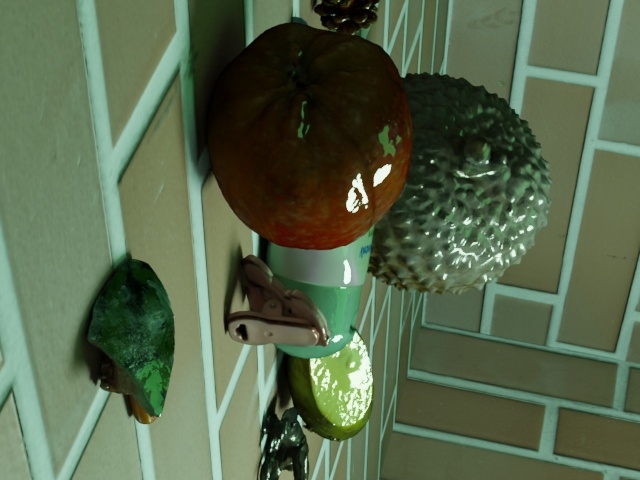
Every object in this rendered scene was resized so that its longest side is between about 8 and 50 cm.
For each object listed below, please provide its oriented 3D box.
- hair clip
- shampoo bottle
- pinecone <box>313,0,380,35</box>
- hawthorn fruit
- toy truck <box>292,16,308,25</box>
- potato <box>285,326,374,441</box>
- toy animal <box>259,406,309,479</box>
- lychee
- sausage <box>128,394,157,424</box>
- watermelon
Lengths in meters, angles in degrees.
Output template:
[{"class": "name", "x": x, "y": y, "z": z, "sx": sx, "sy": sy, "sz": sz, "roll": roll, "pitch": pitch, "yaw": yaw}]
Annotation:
[{"class": "hair clip", "x": -0.051, "y": 0.087, "z": 1.916, "sx": 0.123, "sy": 0.138, "sz": 0.102, "roll": 75, "pitch": 21, "yaw": -52}, {"class": "shampoo bottle", "x": 0.000, "y": 0.000, "z": 2.066, "sx": 0.222, "sy": 0.151, "sz": 0.349, "roll": -34, "pitch": 135, "yaw": -79}, {"class": "pinecone", "x": 0.032, "y": -0.354, "z": 2.067, "sx": 0.109, "sy": 0.102, "sz": 0.102, "roll": 50, "pitch": 45, "yaw": -41}, {"class": "hawthorn fruit", "x": -0.007, "y": -0.118, "z": 1.654, "sx": 0.262, "sy": 0.258, "sz": 0.258, "roll": 42, "pitch": 55, "yaw": -46}, {"class": "toy truck", "x": -0.024, "y": -0.235, "z": 1.965, "sx": 0.136, "sy": 0.074, "sz": 0.063, "roll": 60, "pitch": 7, "yaw": 4}, {"class": "potato", "x": 0.013, "y": 0.229, "z": 2.366, "sx": 0.141, "sy": 0.176, "sz": 0.298, "roll": -32, "pitch": 145, "yaw": -15}, {"class": "toy animal", "x": -0.048, "y": 0.359, "z": 2.368, "sx": 0.232, "sy": 0.085, "sz": 0.148, "roll": 64, "pitch": 36, "yaw": -68}, {"class": "lychee", "x": 0.185, "y": -0.082, "z": 2.368, "sx": 0.432, "sy": 0.380, "sz": 0.380, "roll": 141, "pitch": -33, "yaw": -63}, {"class": "sausage", "x": -0.188, "y": 0.165, "z": 1.511, "sx": 0.107, "sy": 0.031, "sz": 0.031, "roll": 88, "pitch": 16, "yaw": -51}, {"class": "watermelon", "x": -0.191, "y": 0.081, "z": 1.382, "sx": 0.101, "sy": 0.080, "sz": 0.155, "roll": 39, "pitch": 58, "yaw": -38}]
